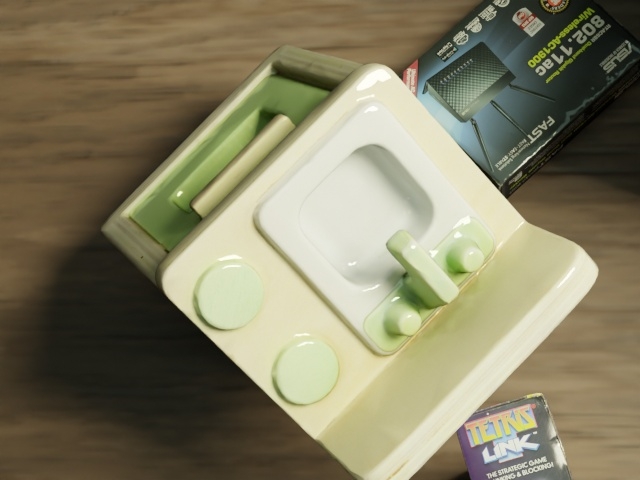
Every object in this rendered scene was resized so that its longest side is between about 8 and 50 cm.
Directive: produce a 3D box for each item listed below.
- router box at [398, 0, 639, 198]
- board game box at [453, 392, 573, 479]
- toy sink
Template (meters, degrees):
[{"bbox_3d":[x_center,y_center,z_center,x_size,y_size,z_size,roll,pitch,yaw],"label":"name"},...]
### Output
[{"bbox_3d":[0.117,-0.096,0.879,0.122,0.038,0.092,-43,73,-4],"label":"router box"},{"bbox_3d":[0.113,0.160,0.739,0.048,0.170,0.141,-19,72,5],"label":"board game box"},{"bbox_3d":[0.000,0.000,0.756,0.153,0.234,0.131,-46,113,-5],"label":"toy sink"}]
